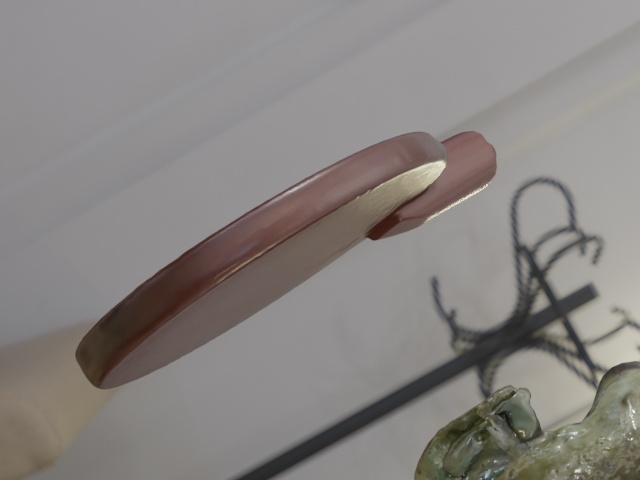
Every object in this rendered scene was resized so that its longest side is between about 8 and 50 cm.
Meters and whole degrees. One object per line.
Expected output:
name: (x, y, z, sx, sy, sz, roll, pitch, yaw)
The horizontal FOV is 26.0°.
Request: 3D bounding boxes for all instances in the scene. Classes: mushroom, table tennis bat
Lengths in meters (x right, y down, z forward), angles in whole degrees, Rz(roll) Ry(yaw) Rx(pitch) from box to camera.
mushroom: (0.138, 0.221, 0.886, 0.130, 0.344, 0.247, 25, -45, 66)
table tennis bat: (0.000, 0.000, 0.733, 0.310, 0.200, 0.038, -28, 81, -48)
